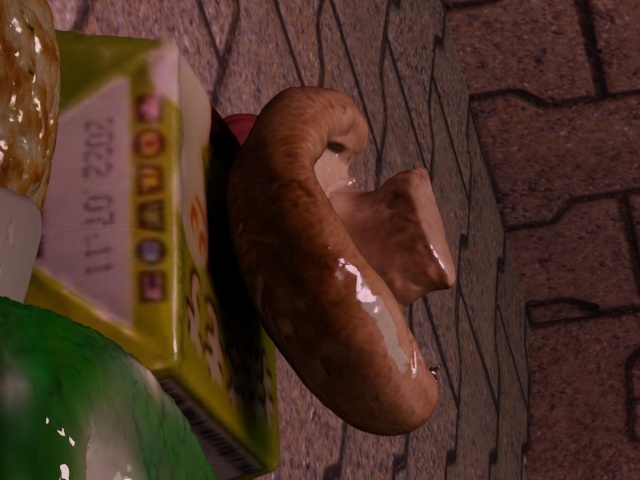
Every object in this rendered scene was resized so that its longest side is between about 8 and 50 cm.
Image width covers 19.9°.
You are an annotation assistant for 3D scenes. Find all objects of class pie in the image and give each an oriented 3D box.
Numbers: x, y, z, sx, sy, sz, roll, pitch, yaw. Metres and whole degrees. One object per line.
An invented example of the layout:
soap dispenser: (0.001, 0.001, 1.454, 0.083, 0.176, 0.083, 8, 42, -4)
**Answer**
pie: (-0.231, -0.110, 1.136, 0.248, 0.090, 0.201, 46, 36, -64)

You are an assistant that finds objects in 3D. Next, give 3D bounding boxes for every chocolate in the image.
chocolate: (-0.129, 0.027, 1.355, 0.301, 0.137, 0.288, 55, 30, -62)

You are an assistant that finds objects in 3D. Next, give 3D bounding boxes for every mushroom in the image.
mushroom: (0.000, 0.000, 1.334, 0.151, 0.156, 0.285, 38, 32, -57)

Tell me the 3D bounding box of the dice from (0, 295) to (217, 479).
dice: (-0.185, 0.202, 0.714, 0.297, 0.300, 0.287, 62, 22, -53)

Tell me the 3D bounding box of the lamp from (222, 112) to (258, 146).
lamp: (-0.062, -0.076, 1.766, 0.107, 0.092, 0.107, 42, 13, -12)

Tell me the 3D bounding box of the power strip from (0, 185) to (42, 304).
power strip: (-0.240, 0.046, 0.952, 0.265, 0.059, 0.193, 27, 78, -71)
